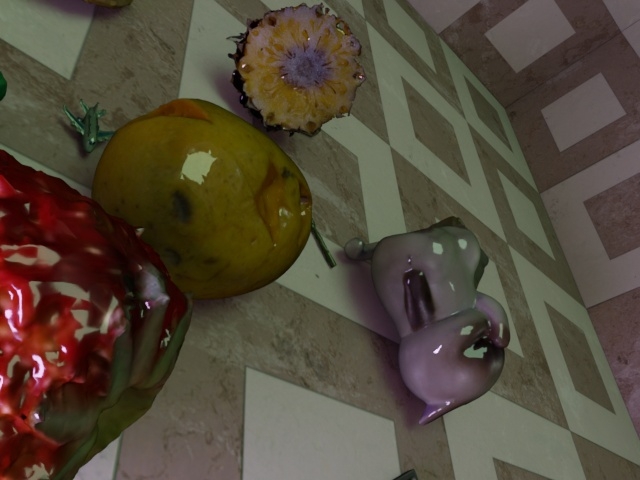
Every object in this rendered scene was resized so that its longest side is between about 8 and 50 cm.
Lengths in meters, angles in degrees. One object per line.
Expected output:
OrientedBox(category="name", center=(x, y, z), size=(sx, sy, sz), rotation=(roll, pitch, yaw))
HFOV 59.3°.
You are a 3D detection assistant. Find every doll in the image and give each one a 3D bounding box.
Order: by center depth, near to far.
OrientedBox(category="doll", center=(0.219, 0.127, 1.050), size=(0.215, 0.226, 0.370), rotation=(-2, 64, -54))

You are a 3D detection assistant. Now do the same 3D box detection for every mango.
OrientedBox(category="mango", center=(-0.132, -0.050, 0.757), size=(0.365, 0.182, 0.252), rotation=(1, 85, -64))

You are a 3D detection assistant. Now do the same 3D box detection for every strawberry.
OrientedBox(category="strawberry", center=(-0.284, 0.047, 0.440), size=(0.343, 0.292, 0.292), rotation=(40, 32, 3))

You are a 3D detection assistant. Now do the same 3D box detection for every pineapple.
OrientedBox(category="pineapple", center=(-0.064, -0.366, 1.160), size=(0.262, 0.262, 0.271), rotation=(41, 12, -25))

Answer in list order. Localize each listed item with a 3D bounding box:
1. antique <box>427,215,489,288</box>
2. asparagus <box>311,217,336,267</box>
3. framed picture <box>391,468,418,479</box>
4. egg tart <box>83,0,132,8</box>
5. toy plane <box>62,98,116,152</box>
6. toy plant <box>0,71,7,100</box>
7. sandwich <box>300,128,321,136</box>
OrientedBox(category="antique", center=(0.287, 0.075, 1.288), size=(0.150, 0.125, 0.284), rotation=(51, 32, -10))
OrientedBox(category="asparagus", center=(0.000, 0.000, 1.066), size=(0.114, 0.014, 0.015), rotation=(63, -2, 9))
OrientedBox(category="framed picture", center=(0.098, 0.465, 0.784), size=(0.289, 0.016, 0.213), rotation=(4, 60, -53))
OrientedBox(category="egg tart", center=(-0.386, -0.505, 0.849), size=(0.319, 0.128, 0.319), rotation=(44, 28, -30))
OrientedBox(category="toy plane", center=(-0.310, -0.149, 0.755), size=(0.080, 0.033, 0.083), rotation=(24, 51, -43))
OrientedBox(category="toy plant", center=(-0.396, -0.164, 0.571), size=(0.143, 0.105, 0.200), rotation=(17, 58, -45))
OrientedBox(category="sandwich", center=(-0.021, -0.252, 1.246), size=(0.044, 0.031, 0.083), rotation=(48, 32, -10))
